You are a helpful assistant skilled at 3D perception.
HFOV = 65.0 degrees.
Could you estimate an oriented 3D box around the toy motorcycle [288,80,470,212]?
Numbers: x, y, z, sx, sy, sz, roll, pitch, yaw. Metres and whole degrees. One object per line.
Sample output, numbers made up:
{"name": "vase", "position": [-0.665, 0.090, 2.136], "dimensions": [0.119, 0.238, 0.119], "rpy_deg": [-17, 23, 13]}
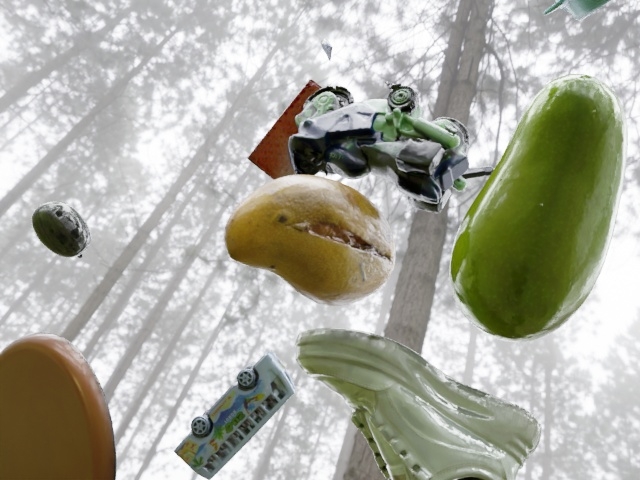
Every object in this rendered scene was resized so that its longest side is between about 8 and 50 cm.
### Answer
{"name": "toy motorcycle", "position": [0.073, -0.152, 0.807], "dimensions": [0.331, 0.196, 0.125], "rpy_deg": [27, -16, 33]}

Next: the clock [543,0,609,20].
{"name": "clock", "position": [0.586, -0.537, 1.001], "dimensions": [0.094, 0.274, 0.223], "rpy_deg": [53, 0, -4]}

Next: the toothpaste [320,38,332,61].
{"name": "toothpaste", "position": [0.012, -0.314, 0.825], "dimensions": [0.015, 0.083, 0.024], "rpy_deg": [4, -59, -11]}

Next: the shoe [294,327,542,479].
{"name": "shoe", "position": [0.099, 0.222, 0.563], "dimensions": [0.316, 0.159, 0.124], "rpy_deg": [23, -28, -7]}

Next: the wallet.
{"name": "wallet", "position": [-0.038, -0.197, 0.936], "dimensions": [0.103, 0.196, 0.020], "rpy_deg": [38, -6, -9]}

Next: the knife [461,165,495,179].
{"name": "knife", "position": [0.302, -0.136, 1.036], "dimensions": [0.121, 0.031, 0.018], "rpy_deg": [-7, -40, 25]}

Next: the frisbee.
{"name": "frisbee", "position": [-0.304, 0.224, 0.533], "dimensions": [0.251, 0.251, 0.021], "rpy_deg": [-2, -4, 29]}

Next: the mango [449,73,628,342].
{"name": "mango", "position": [0.238, -0.027, 0.545], "dimensions": [0.143, 0.175, 0.293], "rpy_deg": [34, -63, 49]}

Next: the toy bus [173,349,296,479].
{"name": "toy bus", "position": [-0.205, 0.429, 1.254], "dimensions": [0.136, 0.329, 0.109], "rpy_deg": [44, -4, 7]}

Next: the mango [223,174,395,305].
{"name": "mango", "position": [0.005, 0.001, 0.714], "dimensions": [0.120, 0.177, 0.295], "rpy_deg": [11, -6, 42]}

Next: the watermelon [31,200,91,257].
{"name": "watermelon", "position": [-0.443, -0.017, 0.865], "dimensions": [0.078, 0.078, 0.110], "rpy_deg": [-17, -64, 41]}
